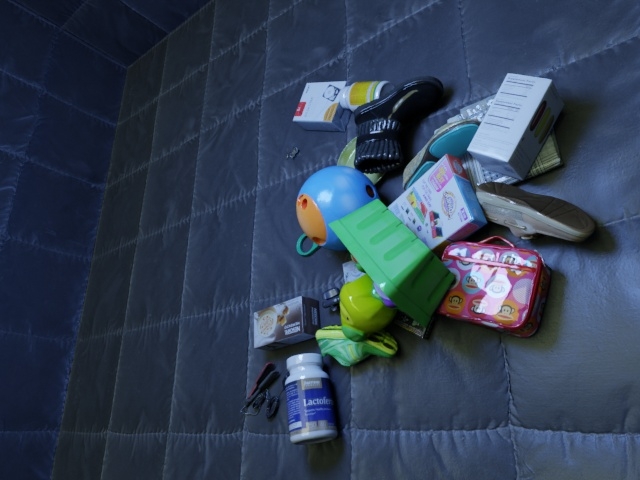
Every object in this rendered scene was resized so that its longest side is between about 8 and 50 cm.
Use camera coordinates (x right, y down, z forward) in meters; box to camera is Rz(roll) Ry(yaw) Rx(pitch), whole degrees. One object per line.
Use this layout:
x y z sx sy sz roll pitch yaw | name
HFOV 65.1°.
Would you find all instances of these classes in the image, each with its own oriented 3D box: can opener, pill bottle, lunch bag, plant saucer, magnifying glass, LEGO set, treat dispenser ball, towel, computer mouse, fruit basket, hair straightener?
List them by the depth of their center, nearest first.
0.468 0.111 1.377 0.293 0.120 0.258 8 74 44 | lunch bag
0.153 0.121 1.455 0.392 0.283 0.392 -23 47 28 | fruit basket
0.537 -0.308 1.520 0.312 0.056 0.324 -22 59 34 | towel
-0.036 0.514 1.631 0.153 0.153 0.265 -28 57 31 | pill bottle
0.061 -0.109 1.701 0.288 0.288 0.288 -17 62 36 | treat dispenser ball
0.083 0.190 1.718 0.186 0.059 0.073 -21 91 30 | can opener
-0.126 0.543 1.786 0.242 0.041 0.071 -56 37 18 | computer mouse
-0.224 0.565 1.851 0.230 0.047 0.089 -54 47 11 | hair straightener
0.165 -0.285 1.855 0.241 0.037 0.241 -18 61 36 | plant saucer
0.174 -0.540 1.894 0.208 0.117 0.118 15 83 44 | pill bottle
0.000 0.000 1.899 0.231 0.026 0.092 -17 62 38 | magnifying glass
-0.117 -0.375 2.158 0.083 0.023 0.054 9 77 57 | LEGO set

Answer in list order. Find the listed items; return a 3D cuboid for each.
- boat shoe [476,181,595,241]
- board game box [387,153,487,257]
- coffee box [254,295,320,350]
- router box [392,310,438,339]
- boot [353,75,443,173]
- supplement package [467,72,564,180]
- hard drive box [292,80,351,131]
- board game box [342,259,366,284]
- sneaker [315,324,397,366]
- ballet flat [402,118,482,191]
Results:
0.572 -0.062 1.364 0.341 0.121 0.110 35 136 48 | boat shoe
0.334 -0.070 1.538 0.316 0.064 0.242 -44 48 42 | board game box
-0.125 0.307 1.831 0.246 0.098 0.141 -22 59 34 | coffee box
0.290 0.237 1.532 0.122 0.038 0.092 22 88 45 | router box
0.267 -0.383 1.706 0.348 0.131 0.260 -22 51 29 | boot
0.546 -0.318 1.400 0.134 0.139 0.244 30 94 43 | supplement package
0.019 -0.548 2.055 0.232 0.089 0.181 14 82 44 | hard drive box
0.122 0.111 1.745 0.090 0.020 0.090 -24 60 33 | board game box
0.120 0.344 1.615 0.295 0.109 0.124 0 101 38 | sneaker
0.366 -0.279 1.564 0.348 0.123 0.123 -53 41 47 | ballet flat
